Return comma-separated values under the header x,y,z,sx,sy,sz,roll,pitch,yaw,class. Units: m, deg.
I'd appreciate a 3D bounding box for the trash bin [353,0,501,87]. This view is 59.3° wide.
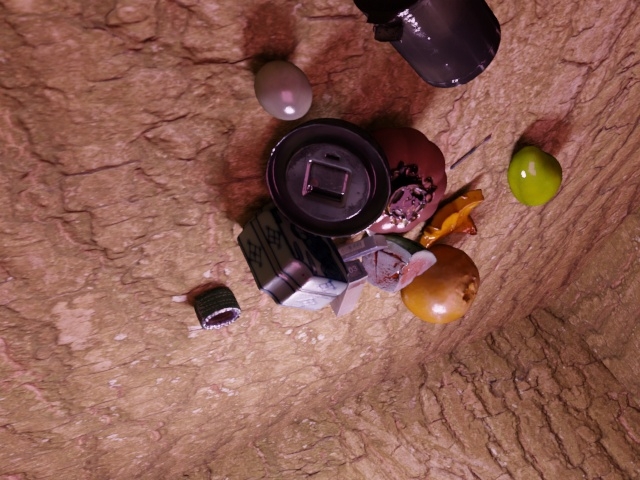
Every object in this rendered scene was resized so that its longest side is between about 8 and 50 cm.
x,y,z,sx,sy,sz,roll,pitch,yaw,class
0.221,-0.469,1.145,0.302,0.203,0.251,20,83,-53,trash bin

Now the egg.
x,y,z,sx,sy,sz,roll,pitch,yaw,class
-0.076,-0.315,1.188,0.114,0.114,0.152,-37,153,10,egg

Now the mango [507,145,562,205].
x,y,z,sx,sy,sz,roll,pitch,yaw,class
0.775,-0.242,2.041,0.192,0.155,0.343,-38,149,10,mango

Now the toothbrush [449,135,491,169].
x,y,z,sx,sy,sz,roll,pitch,yaw,class
0.497,-0.289,1.860,0.167,0.011,0.014,-40,155,14,toothbrush

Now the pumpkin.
x,y,z,sx,sy,sz,roll,pitch,yaw,class
0.491,-0.063,2.114,0.259,0.095,0.290,-31,154,-10,pumpkin

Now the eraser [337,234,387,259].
x,y,z,sx,sy,sz,roll,pitch,yaw,class
0.110,0.035,1.876,0.213,0.046,0.092,-21,169,26,eraser

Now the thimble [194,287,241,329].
x,y,z,sx,sy,sz,roll,pitch,yaw,class
-0.327,0.217,1.783,0.135,0.090,0.118,-17,147,-22,thimble

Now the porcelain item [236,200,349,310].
x,y,z,sx,sy,sz,roll,pitch,yaw,class
-0.067,0.042,1.568,0.157,0.281,0.286,-42,147,21,porcelain item

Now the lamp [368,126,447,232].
x,y,z,sx,sy,sz,roll,pitch,yaw,class
0.201,-0.151,1.519,0.306,0.239,0.305,-6,123,-9,lamp

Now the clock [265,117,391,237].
x,y,z,sx,sy,sz,roll,pitch,yaw,class
0.020,-0.150,1.383,0.312,0.313,0.061,-55,-173,35,clock

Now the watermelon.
x,y,z,sx,sy,sz,roll,pitch,yaw,class
0.272,0.084,1.984,0.262,0.213,0.201,11,100,-54,watermelon

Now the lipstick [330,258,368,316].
x,y,z,sx,sy,sz,roll,pitch,yaw,class
0.099,0.184,2.086,0.080,0.076,0.371,-23,158,-16,lipstick

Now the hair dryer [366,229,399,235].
x,y,z,sx,sy,sz,roll,pitch,yaw,class
0.231,-0.085,1.836,0.203,0.128,0.362,-34,158,4,hair dryer

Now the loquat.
x,y,z,sx,sy,sz,roll,pitch,yaw,class
0.465,0.169,2.223,0.329,0.328,0.328,-23,149,-15,loquat
